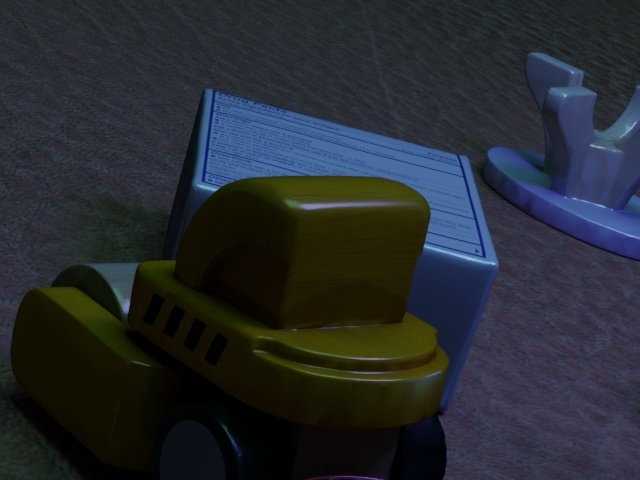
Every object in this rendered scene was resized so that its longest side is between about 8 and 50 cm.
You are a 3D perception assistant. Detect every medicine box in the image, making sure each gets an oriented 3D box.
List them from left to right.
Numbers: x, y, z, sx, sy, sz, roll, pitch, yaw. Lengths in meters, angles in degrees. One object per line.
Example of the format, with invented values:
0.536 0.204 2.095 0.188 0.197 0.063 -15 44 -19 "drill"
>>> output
0.000 0.000 1.662 0.263 0.149 0.289 15 20 -7 "medicine box"

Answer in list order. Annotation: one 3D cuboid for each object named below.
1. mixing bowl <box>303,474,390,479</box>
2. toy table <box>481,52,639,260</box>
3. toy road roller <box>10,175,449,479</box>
0.041 0.233 1.152 0.181 0.098 0.181 16 21 -6 "mixing bowl"
0.328 -0.103 2.191 0.274 0.161 0.252 26 21 25 "toy table"
-0.050 0.051 1.318 0.202 0.240 0.329 0 20 -41 "toy road roller"
